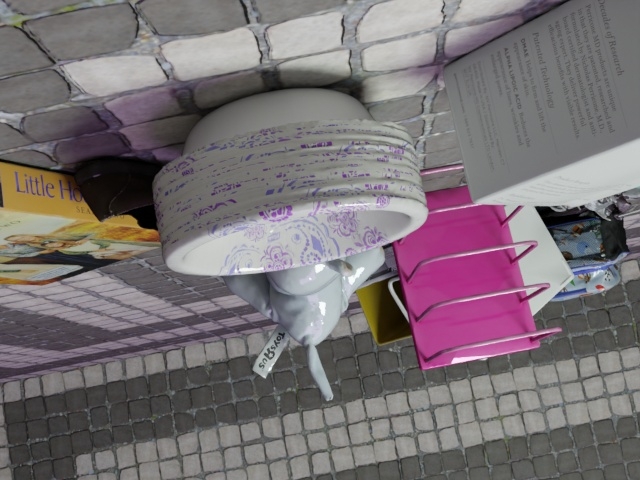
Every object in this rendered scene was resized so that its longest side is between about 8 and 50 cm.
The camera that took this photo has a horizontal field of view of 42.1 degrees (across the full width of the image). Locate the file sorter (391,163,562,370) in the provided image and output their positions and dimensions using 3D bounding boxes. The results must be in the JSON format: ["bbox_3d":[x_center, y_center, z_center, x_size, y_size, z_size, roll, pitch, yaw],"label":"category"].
[{"bbox_3d":[0.238,0.034,1.307,0.202,0.291,0.182,-10,166,-7],"label":"file sorter"}]

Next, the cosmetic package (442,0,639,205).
[{"bbox_3d":[0.334,-0.156,0.774,0.217,0.156,0.385,-1,164,-45],"label":"cosmetic package"}]

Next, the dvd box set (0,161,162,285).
[{"bbox_3d":[-0.399,-0.010,1.026,0.307,0.062,0.420,-17,168,25],"label":"dvd box set"}]

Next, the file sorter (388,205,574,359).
[{"bbox_3d":[0.294,0.073,1.565,0.277,0.193,0.173,-35,-174,-29],"label":"file sorter"}]

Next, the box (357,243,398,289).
[{"bbox_3d":[0.142,0.018,1.563,0.183,0.056,0.231,-33,-175,-37],"label":"box"}]

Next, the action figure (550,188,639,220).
[{"bbox_3d":[0.562,-0.088,1.511,0.285,0.099,0.185,-10,179,15],"label":"action figure"}]

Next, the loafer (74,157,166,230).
[{"bbox_3d":[-0.194,-0.046,1.001,0.220,0.078,0.080,0,165,-46],"label":"loafer"}]

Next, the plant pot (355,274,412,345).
[{"bbox_3d":[0.213,0.085,1.816,0.187,0.212,0.212,-19,176,-35],"label":"plant pot"}]

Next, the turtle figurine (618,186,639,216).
[{"bbox_3d":[0.587,-0.116,1.335,0.234,0.118,0.175,-28,-178,6],"label":"turtle figurine"}]

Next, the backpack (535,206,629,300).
[{"bbox_3d":[0.520,0.024,1.800,0.263,0.213,0.276,-4,176,27],"label":"backpack"}]

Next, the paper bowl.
[{"bbox_3d":[-0.037,-0.063,0.889,0.284,0.148,0.284,-10,170,-2],"label":"paper bowl"}]

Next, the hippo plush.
[{"bbox_3d":[-0.047,0.025,1.189,0.234,0.294,0.236,17,155,15],"label":"hippo plush"}]
